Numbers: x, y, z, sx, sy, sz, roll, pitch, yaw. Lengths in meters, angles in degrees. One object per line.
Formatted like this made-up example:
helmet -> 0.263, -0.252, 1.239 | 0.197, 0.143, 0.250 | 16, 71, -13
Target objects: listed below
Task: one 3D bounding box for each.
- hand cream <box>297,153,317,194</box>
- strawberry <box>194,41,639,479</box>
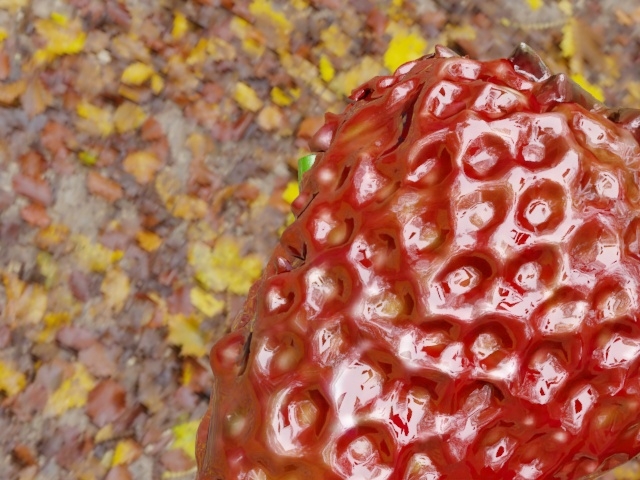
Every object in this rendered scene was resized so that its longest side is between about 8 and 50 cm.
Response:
hand cream -> 0.000, 0.000, 0.882 | 0.036, 0.023, 0.122 | 1, 73, -26
strawberry -> 0.037, 0.044, 0.510 | 0.205, 0.205, 0.244 | 45, 76, 3
